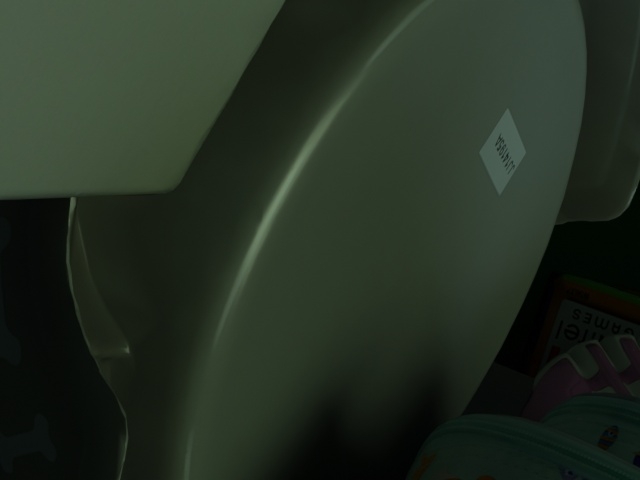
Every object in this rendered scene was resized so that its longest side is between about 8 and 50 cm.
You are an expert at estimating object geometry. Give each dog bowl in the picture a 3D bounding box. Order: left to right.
[{"bbox_3d":[0.000,0.000,0.653,0.349,0.102,0.348,-45,151,-34],"label":"dog bowl"}]

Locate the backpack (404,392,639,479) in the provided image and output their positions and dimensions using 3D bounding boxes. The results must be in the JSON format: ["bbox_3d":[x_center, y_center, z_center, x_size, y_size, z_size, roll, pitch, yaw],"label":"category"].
[{"bbox_3d":[0.105,0.167,0.633,0.191,0.225,0.253,-53,156,-22],"label":"backpack"}]

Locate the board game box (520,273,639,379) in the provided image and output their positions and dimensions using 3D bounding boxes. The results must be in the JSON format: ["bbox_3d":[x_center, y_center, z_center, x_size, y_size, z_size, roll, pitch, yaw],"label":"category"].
[{"bbox_3d":[0.302,0.254,1.037,0.356,0.357,0.356,12,97,-56],"label":"board game box"}]

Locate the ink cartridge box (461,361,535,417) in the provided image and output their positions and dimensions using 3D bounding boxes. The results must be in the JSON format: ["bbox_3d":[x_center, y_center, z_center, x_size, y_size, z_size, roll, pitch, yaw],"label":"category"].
[{"bbox_3d":[0.082,0.146,0.906,0.092,0.090,0.143,-10,115,-53],"label":"ink cartridge box"}]

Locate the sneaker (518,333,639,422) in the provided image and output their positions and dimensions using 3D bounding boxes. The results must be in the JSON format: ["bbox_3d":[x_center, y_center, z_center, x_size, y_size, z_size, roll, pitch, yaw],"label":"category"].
[{"bbox_3d":[0.178,0.112,0.804,0.236,0.095,0.104,12,129,-31],"label":"sneaker"}]

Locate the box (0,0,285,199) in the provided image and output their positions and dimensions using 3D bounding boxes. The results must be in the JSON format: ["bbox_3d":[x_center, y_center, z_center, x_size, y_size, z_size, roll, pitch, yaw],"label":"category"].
[{"bbox_3d":[-0.127,-0.091,0.360,0.121,0.148,0.311,-58,162,16],"label":"box"}]
